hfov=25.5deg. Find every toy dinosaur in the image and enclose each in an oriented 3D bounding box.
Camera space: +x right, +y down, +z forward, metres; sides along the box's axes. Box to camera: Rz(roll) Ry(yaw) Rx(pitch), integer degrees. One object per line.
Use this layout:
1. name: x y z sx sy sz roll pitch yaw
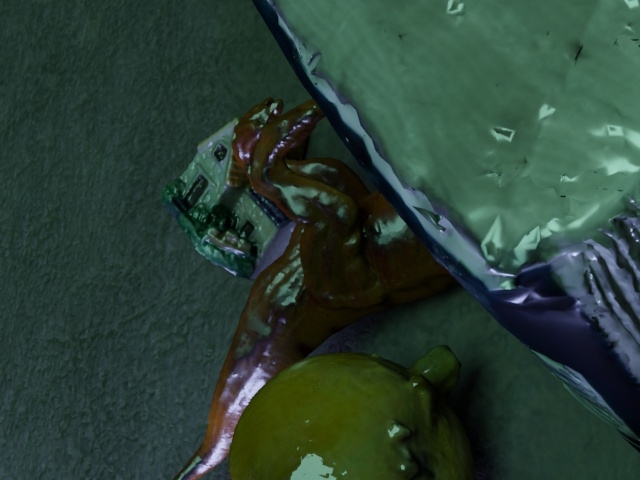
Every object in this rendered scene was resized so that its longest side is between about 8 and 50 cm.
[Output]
1. toy dinosaur: 0.000 0.000 1.008 0.432 0.097 0.208 -32 98 29

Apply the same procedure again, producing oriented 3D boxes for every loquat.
1. loquat: 0.024 0.153 0.951 0.204 0.149 0.172 -50 50 3

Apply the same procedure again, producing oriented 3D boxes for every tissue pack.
1. tissue pack: 0.179 -0.049 0.669 0.253 0.416 0.264 -39 53 6

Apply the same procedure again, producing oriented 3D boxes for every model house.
1. model house: -0.050 -0.036 1.098 0.100 0.088 0.101 -53 55 20
